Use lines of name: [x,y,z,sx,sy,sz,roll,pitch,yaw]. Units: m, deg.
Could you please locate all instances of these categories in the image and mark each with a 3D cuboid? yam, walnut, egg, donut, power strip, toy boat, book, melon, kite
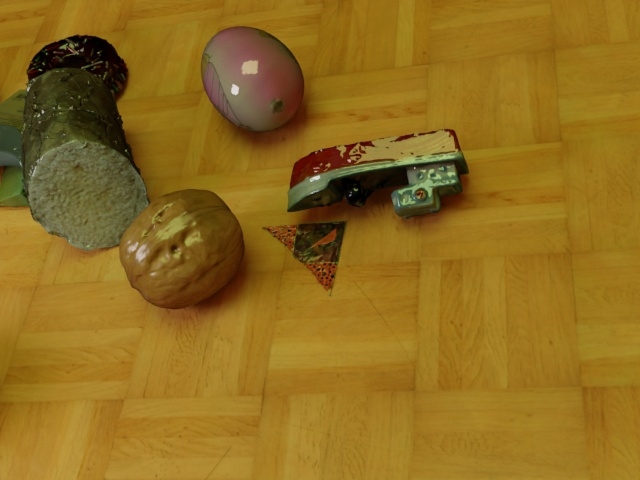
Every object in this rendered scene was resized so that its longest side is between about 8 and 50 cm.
yam: [-0.476,-0.174,1.792,0.241,0.241,0.348,-24,47,-1]
walnut: [-0.244,0.015,1.598,0.222,0.195,0.195,-40,52,-5]
egg: [-0.146,-0.332,1.829,0.196,0.196,0.271,-40,56,-15]
donut: [-0.555,-0.386,2.056,0.235,0.089,0.235,-4,45,5]
power strip: [-0.719,-0.166,1.904,0.253,0.054,0.167,-15,49,8]
toy boat: [0.097,-0.099,1.616,0.332,0.145,0.133,-8,79,12]
book: [-0.685,-0.281,2.049,0.168,0.013,0.192,14,45,26]
melon: [-0.657,-0.153,1.962,0.114,0.053,0.261,-33,44,14]
kite: [0.000,-0.001,1.647,0.125,0.008,0.222,-36,51,-14]

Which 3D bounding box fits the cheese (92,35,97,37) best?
cheese: [-0.592,-0.469,2.194,0.111,0.017,0.047,-19,53,3]
